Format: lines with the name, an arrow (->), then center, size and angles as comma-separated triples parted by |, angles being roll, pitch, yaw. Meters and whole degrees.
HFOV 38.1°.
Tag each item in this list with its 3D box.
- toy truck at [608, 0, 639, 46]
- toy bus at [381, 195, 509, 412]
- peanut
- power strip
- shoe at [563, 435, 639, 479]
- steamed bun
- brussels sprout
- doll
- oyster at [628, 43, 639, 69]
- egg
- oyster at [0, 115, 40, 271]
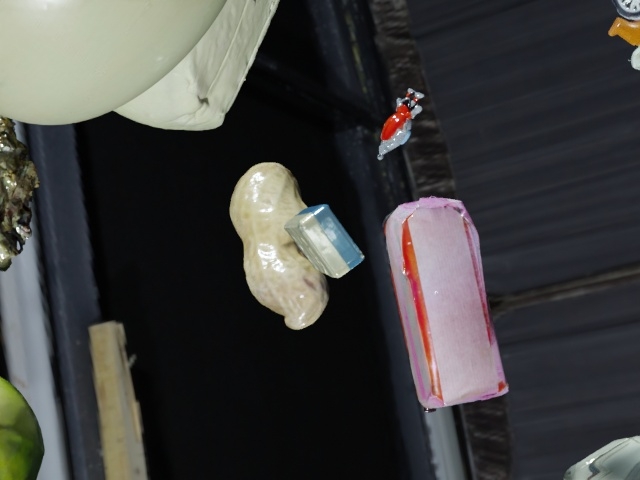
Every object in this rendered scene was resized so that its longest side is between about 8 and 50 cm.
toy truck -> 0.532, -0.384, 1.125 | 0.173, 0.388, 0.207 | -25, -121, -32
toy bus -> 0.175, 0.085, 1.311 | 0.147, 0.127, 0.303 | 101, 159, -82
peanut -> -0.052, 0.006, 1.153 | 0.085, 0.104, 0.228 | 43, -150, -62
power strip -> 0.000, 0.000, 0.792 | 0.056, 0.032, 0.123 | 54, 174, -5
shoe -> 0.420, 0.400, 1.361 | 0.342, 0.210, 0.132 | -32, -82, -27
steamed bun -> -0.244, -0.363, 1.365 | 0.456, 0.289, 0.371 | 77, -147, -78
brussels sprout -> -0.487, 0.303, 1.224 | 0.294, 0.227, 0.260 | 71, -167, -54
doll -> 0.115, -0.169, 1.364 | 0.039, 0.057, 0.114 | 18, -78, -59
oyster -> 0.444, -0.204, 0.894 | 0.350, 0.158, 0.162 | -17, -101, -25
egg -> -0.137, -0.178, 0.524 | 0.186, 0.242, 0.186 | 26, -162, -9
oyster -> -0.459, -0.089, 1.220 | 0.198, 0.092, 0.260 | 17, -113, -52
